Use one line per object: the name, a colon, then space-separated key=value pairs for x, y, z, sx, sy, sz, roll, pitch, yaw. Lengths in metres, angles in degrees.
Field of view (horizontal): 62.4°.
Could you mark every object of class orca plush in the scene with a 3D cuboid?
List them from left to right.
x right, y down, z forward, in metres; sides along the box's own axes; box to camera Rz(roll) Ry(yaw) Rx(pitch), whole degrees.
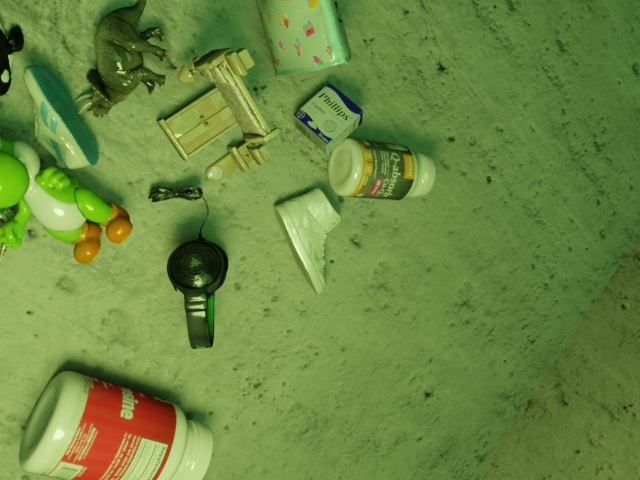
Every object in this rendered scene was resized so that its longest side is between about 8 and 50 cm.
orca plush: x=-0.659 y=-0.429 z=1.021 sx=0.151 sy=0.102 sz=0.286 roll=4 pitch=102 yaw=-29

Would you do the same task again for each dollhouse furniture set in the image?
dollhouse furniture set: x=-0.215 y=-0.237 z=1.161 sx=0.174 sy=0.356 sz=0.303 roll=-38 pitch=119 yaw=-13

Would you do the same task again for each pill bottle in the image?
pill bottle: x=-0.482 y=0.487 z=1.296 sx=0.408 sy=0.229 sz=0.228 roll=31 pitch=89 yaw=-31
pill bottle: x=0.175 y=-0.196 z=1.488 sx=0.279 sy=0.162 sz=0.162 roll=1 pitch=103 yaw=-28

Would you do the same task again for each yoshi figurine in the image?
yoshi figurine: x=-0.571 y=-0.077 z=1.068 sx=0.362 sy=0.203 sz=0.203 roll=45 pitch=64 yaw=-42

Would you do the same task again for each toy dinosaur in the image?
toy dinosaur: x=-0.422 y=-0.408 z=1.143 sx=0.161 sy=0.121 sz=0.313 roll=6 pitch=104 yaw=-35

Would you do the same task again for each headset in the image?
headset: x=-0.321 y=0.065 z=1.281 sx=0.186 sy=0.243 sz=0.393 roll=-1 pitch=90 yaw=-7

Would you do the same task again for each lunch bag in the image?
lunch bag: x=-0.029 y=-0.512 z=1.235 sx=0.160 sy=0.262 sz=0.223 roll=-24 pitch=113 yaw=-20

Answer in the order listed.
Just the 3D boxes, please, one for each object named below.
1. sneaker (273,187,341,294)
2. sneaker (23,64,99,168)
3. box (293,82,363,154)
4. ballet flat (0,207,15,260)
sneaker: x=0.000 y=0.000 z=1.483 sx=0.169 sy=0.108 sz=0.292 roll=-28 pitch=114 yaw=-15
sneaker: x=-0.565 y=-0.253 z=1.114 sx=0.092 sy=0.087 sz=0.228 roll=-11 pitch=121 yaw=11
box: x=0.021 y=-0.320 z=1.388 sx=0.126 sy=0.072 sz=0.137 roll=43 pitch=79 yaw=12
ballet flat: x=-0.725 y=0.032 z=1.130 sx=0.091 sy=0.077 sz=0.240 roll=16 pitch=97 yaw=-30
